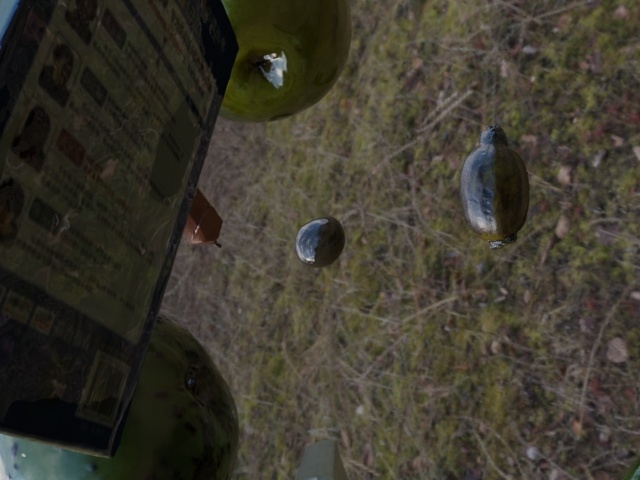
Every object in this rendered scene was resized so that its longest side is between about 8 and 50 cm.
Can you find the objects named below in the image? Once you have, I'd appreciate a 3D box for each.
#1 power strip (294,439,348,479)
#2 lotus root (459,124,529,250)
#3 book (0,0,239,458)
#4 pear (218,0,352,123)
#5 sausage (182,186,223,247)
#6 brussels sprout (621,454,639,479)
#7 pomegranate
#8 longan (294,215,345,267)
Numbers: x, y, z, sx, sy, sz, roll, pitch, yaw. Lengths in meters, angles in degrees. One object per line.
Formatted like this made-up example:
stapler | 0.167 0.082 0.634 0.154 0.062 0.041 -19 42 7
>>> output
power strip | 0.011 0.284 0.726 0.270 0.046 0.117 73 179 -82
lotus root | 0.287 -0.087 1.160 0.120 0.120 0.209 -176 81 -71
book | -0.164 -0.068 0.526 0.300 0.039 0.427 67 -147 -65
pear | -0.087 -0.286 0.874 0.252 0.253 0.307 -60 33 34
sausage | -0.178 -0.052 0.881 0.065 0.169 0.065 -16 47 18
brussels sprout | 0.297 0.218 0.523 0.155 0.155 0.117 -62 -10 29
pomegranate | -0.262 0.243 0.787 0.341 0.285 0.285 -38 30 13
longan | 0.000 0.000 1.349 0.113 0.092 0.113 -51 20 26
